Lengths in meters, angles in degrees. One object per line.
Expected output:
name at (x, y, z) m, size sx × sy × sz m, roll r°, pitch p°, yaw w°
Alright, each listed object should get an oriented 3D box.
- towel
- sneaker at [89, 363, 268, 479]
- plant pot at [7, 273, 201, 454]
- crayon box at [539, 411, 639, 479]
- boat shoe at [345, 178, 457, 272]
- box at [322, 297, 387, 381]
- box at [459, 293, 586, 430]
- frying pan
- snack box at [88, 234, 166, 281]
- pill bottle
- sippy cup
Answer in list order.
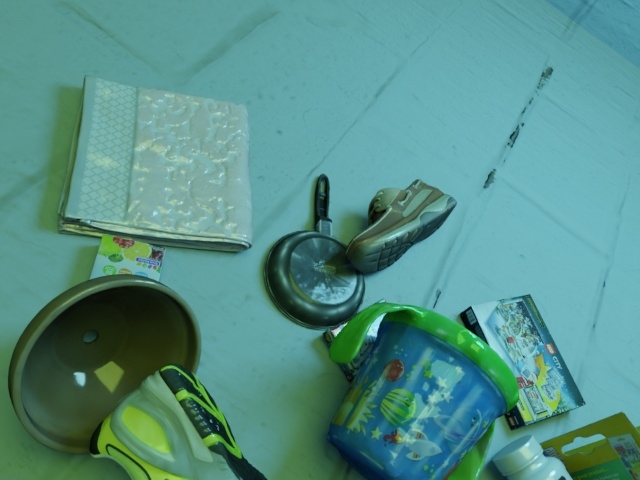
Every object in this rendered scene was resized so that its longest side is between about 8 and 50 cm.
towel at (-0.278, -0.144, 0.985) m, size 0.317 × 0.053 × 0.331 m, roll 7°, pitch 58°, yaw -21°
sneaker at (-0.139, 0.350, 0.694) m, size 0.147 × 0.145 × 0.384 m, roll -32°, pitch 84°, yaw -6°
plant pot at (-0.288, 0.147, 0.728) m, size 0.237 × 0.237 × 0.110 m, roll -21°, pitch 30°, yaw -33°
crayon box at (0.527, 0.429, 0.883) m, size 0.083 × 0.203 × 0.323 m, roll -22°, pitch 70°, yaw -42°
boat shoe at (0.141, -0.037, 1.067) m, size 0.116 × 0.123 × 0.324 m, roll 45°, pitch 39°, yaw 16°
box at (0.081, 0.170, 0.954) m, size 0.137 × 0.027 × 0.094 m, roll -23°, pitch 81°, yaw -34°
box at (0.385, 0.225, 1.052) m, size 0.159 × 0.044 × 0.233 m, roll -6°, pitch 62°, yaw -27°
frying pan at (0.024, 0.018, 1.025) m, size 0.197 × 0.053 × 0.326 m, roll 34°, pitch 54°, yaw -4°
snack box at (-0.303, 0.067, 0.848) m, size 0.100 × 0.037 × 0.141 m, roll 13°, pitch 56°, yaw -15°
pill bottle at (0.367, 0.420, 0.881) m, size 0.108 × 0.108 × 0.193 m, roll -21°, pitch 70°, yaw -33°
sippy cup at (0.135, 0.253, 0.817) m, size 0.305 × 0.240 × 0.224 m, roll 37°, pitch 66°, yaw 10°
